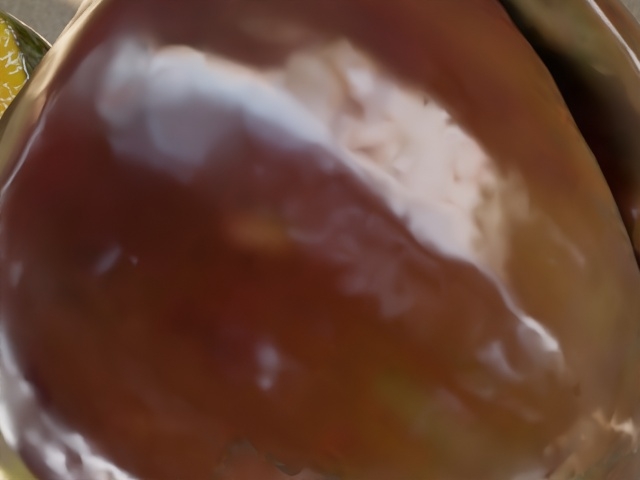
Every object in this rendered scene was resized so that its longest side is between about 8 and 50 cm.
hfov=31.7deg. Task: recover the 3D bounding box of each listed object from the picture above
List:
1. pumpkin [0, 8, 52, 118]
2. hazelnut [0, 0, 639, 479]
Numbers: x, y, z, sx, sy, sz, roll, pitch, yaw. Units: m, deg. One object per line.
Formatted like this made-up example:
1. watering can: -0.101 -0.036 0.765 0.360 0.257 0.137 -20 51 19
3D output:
1. pumpkin: -0.292 -0.093 0.789 0.280 0.139 0.190 34 89 17
2. hazelnut: 0.000 0.000 0.539 0.359 0.409 0.359 -6 109 -18
